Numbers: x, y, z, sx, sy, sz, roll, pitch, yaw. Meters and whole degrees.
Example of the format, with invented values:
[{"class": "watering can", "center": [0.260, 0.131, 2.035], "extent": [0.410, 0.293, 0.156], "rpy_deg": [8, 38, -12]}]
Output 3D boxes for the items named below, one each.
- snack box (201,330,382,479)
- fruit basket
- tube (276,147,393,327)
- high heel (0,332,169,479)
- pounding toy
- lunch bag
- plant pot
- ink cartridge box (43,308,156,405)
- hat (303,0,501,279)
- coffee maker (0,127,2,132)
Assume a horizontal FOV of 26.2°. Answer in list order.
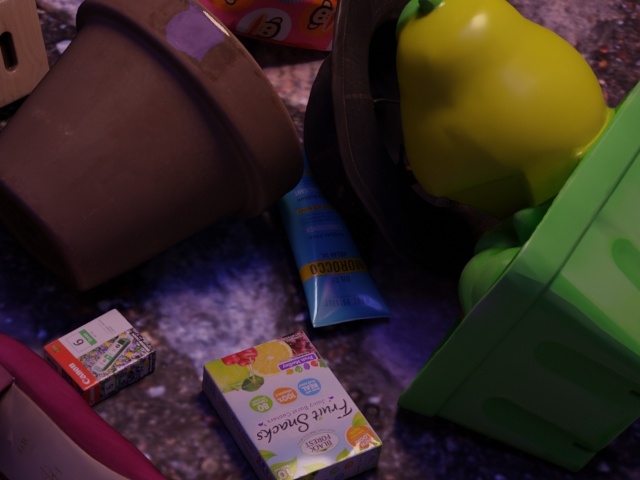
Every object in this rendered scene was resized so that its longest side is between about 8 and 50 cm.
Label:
[{"class": "snack box", "center": [-0.026, 0.149, 1.176], "extent": [0.100, 0.037, 0.141], "rpy_deg": [-18, 50, -24]}, {"class": "fruit basket", "center": [0.183, -0.041, 1.216], "extent": [0.392, 0.283, 0.392], "rpy_deg": [13, 51, -16]}, {"class": "tube", "center": [0.000, 0.000, 1.331], "extent": [0.080, 0.052, 0.207], "rpy_deg": [-9, 51, -16]}, {"class": "high heel", "center": [-0.156, 0.195, 1.077], "extent": [0.377, 0.127, 0.181], "rpy_deg": [39, 14, 7]}, {"class": "pounding toy", "center": [-0.351, -0.190, 1.424], "extent": [0.130, 0.141, 0.100], "rpy_deg": [25, 45, 37]}, {"class": "lunch bag", "center": [-0.066, -0.343, 1.593], "extent": [0.258, 0.120, 0.293], "rpy_deg": [8, 40, -40]}, {"class": "plant pot", "center": [-0.182, -0.079, 1.261], "extent": [0.263, 0.263, 0.229], "rpy_deg": [36, 67, 26]}, {"class": "ink cartridge box", "center": [-0.207, 0.111, 1.193], "extent": [0.115, 0.029, 0.063], "rpy_deg": [-29, 55, -33]}, {"class": "hat", "center": [0.065, -0.116, 1.356], "extent": [0.134, 0.331, 0.331], "rpy_deg": [-13, 29, 39]}, {"class": "coffee maker", "center": [-0.381, -0.070, 1.252], "extent": [0.120, 0.171, 0.178], "rpy_deg": [13, 40, 28]}]
